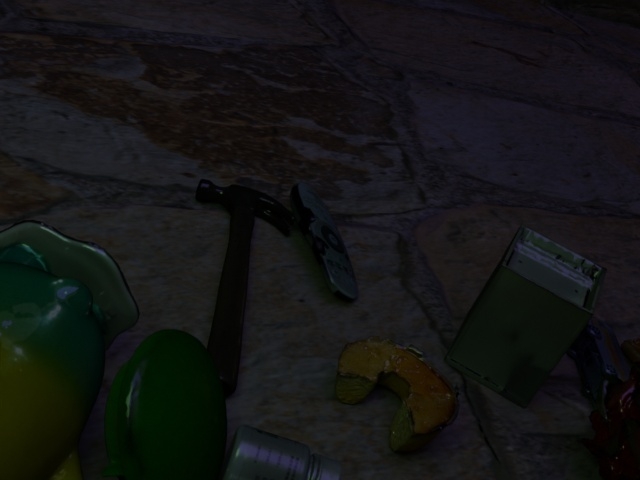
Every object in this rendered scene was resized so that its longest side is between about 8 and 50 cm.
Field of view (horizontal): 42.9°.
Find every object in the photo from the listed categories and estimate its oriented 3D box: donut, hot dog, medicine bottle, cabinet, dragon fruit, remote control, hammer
[{"bbox_3d":[0.106,0.210,1.129,0.181,0.078,0.146,34,36,25],"label":"donut"},{"bbox_3d":[0.563,0.216,1.398,0.056,0.041,0.133,1,34,-28],"label":"hot dog"},{"bbox_3d":[-0.047,0.273,0.957,0.130,0.080,0.080,19,36,-6],"label":"medicine bottle"},{"bbox_3d":[0.312,0.111,1.248,0.145,0.206,0.150,30,37,10],"label":"cabinet"},{"bbox_3d":[0.506,0.289,1.106,0.293,0.233,0.234,26,35,18],"label":"dragon fruit"},{"bbox_3d":[0.002,-0.001,1.353,0.097,0.045,0.256,31,27,-41],"label":"remote control"},{"bbox_3d":[-0.132,0.056,1.222,0.168,0.044,0.439,14,37,-9],"label":"hammer"}]

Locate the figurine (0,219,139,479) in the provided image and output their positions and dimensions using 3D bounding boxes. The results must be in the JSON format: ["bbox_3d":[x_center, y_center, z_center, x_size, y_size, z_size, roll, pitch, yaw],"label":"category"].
[{"bbox_3d":[-0.338,0.138,0.841,0.323,0.231,0.340,46,27,-18],"label":"figurine"}]

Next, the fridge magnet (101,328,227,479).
[{"bbox_3d":[-0.168,0.203,0.909,0.088,0.208,0.208,-7,30,20],"label":"fridge magnet"}]

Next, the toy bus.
[{"bbox_3d":[0.463,0.205,1.334,0.075,0.064,0.190,19,36,-15],"label":"toy bus"}]
